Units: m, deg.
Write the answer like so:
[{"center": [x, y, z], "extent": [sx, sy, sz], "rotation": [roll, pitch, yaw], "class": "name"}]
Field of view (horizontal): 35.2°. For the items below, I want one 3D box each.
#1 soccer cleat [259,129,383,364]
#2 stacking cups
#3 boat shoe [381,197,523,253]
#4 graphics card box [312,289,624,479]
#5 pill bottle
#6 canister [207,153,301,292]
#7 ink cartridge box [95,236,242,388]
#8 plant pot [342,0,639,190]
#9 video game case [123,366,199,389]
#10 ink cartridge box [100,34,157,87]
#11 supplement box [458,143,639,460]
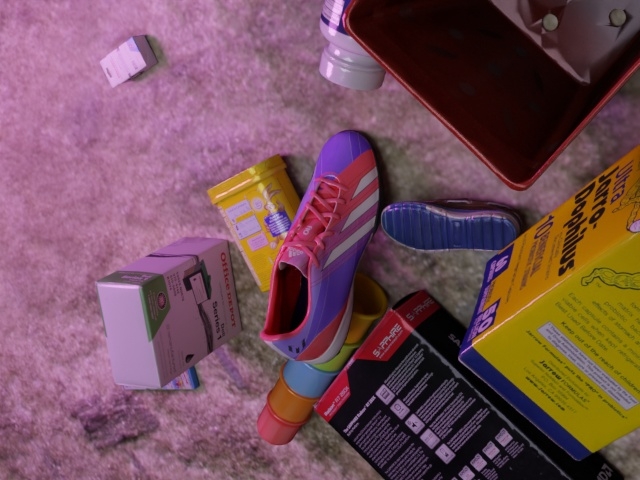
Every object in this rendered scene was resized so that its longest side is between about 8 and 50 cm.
[{"center": [0.000, 0.000, 1.314], "extent": [0.108, 0.116, 0.318], "rotation": [8, 81, 35], "class": "soccer cleat"}, {"center": [-0.016, 0.178, 1.476], "extent": [0.096, 0.096, 0.316], "rotation": [42, 127, 13], "class": "stacking cups"}, {"center": [0.169, -0.021, 1.290], "extent": [0.183, 0.066, 0.066], "rotation": [9, 114, 25], "class": "boat shoe"}, {"center": [0.191, 0.273, 1.370], "extent": [0.371, 0.094, 0.233], "rotation": [43, 125, 14], "class": "graphics card box"}, {"center": [0.060, -0.286, 1.236], "extent": [0.112, 0.112, 0.187], "rotation": [28, 121, 22], "class": "pill bottle"}, {"center": [-0.073, -0.022, 1.447], "extent": [0.126, 0.073, 0.170], "rotation": [-24, 95, 37], "class": "canister"}, {"center": [-0.219, 0.101, 1.499], "extent": [0.092, 0.219, 0.160], "rotation": [2, 109, 30], "class": "ink cartridge box"}, {"center": [0.236, -0.255, 1.055], "extent": [0.267, 0.236, 0.267], "rotation": [46, 125, 11], "class": "plant pot"}, {"center": [-0.285, 0.195, 1.703], "extent": [0.166, 0.015, 0.119], "rotation": [-6, 103, 35], "class": "video game case"}, {"center": [-0.290, -0.270, 1.524], "extent": [0.083, 0.028, 0.048], "rotation": [-24, 93, 37], "class": "ink cartridge box"}, {"center": [0.350, 0.042, 1.088], "extent": [0.195, 0.194, 0.356], "rotation": [41, 126, -9], "class": "supplement box"}]
